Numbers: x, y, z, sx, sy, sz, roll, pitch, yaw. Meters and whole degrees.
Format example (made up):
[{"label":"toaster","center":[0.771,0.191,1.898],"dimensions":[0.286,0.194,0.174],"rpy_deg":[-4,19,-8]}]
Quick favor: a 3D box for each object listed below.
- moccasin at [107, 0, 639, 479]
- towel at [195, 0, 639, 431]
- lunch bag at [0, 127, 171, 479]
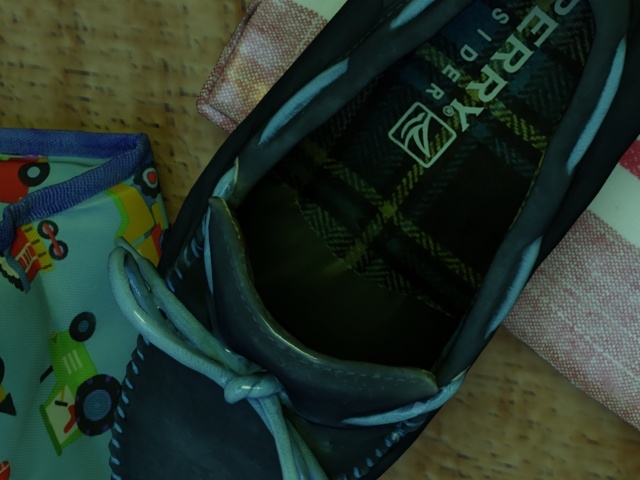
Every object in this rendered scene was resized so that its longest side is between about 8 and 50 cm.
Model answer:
[{"label":"moccasin","center":[0.000,0.000,0.603],"dimensions":[0.138,0.117,0.342],"rpy_deg":[33,127,5]},{"label":"towel","center":[0.117,-0.095,0.587],"dimensions":[0.237,0.037,0.329],"rpy_deg":[35,128,4]},{"label":"lunch bag","center":[-0.197,0.061,0.806],"dimensions":[0.293,0.138,0.221],"rpy_deg":[11,124,37]}]
